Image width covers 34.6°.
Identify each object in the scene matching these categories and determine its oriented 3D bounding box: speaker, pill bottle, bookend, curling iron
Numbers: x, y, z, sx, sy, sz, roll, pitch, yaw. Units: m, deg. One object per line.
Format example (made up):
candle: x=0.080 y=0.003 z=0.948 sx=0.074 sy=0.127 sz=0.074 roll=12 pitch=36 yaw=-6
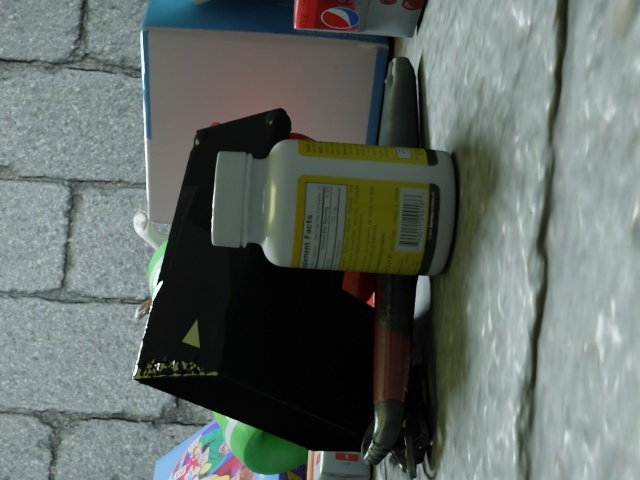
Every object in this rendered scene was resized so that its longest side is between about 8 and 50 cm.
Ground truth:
speaker: x=-0.095 y=0.116 z=1.153 sx=0.296 sy=0.131 sz=0.131 roll=54 pitch=149 yaw=41
pill bottle: x=0.005 y=-0.017 z=0.514 sx=0.065 sy=0.116 sz=0.065 roll=-176 pitch=90 yaw=-86
bookend: x=-0.014 y=0.031 z=0.611 sx=0.156 sy=0.072 sz=0.157 roll=31 pitch=-119 yaw=-42
curling iron: x=0.040 y=0.004 z=0.588 sx=0.068 sy=0.035 sz=0.274 roll=100 pitch=173 yaw=-60

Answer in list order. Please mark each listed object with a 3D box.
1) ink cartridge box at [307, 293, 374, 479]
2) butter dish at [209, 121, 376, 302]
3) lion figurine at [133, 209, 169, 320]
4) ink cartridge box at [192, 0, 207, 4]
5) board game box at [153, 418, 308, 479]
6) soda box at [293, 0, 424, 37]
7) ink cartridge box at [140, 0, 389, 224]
ink cartridge box: x=0.015 y=0.116 z=0.843 sx=0.145 sy=0.045 sz=0.179 roll=104 pitch=167 yaw=-69
butter dish: x=-0.002 y=-0.012 z=0.761 sx=0.160 sy=0.118 sz=0.160 roll=41 pitch=147 yaw=26
lion figurine: x=-0.118 y=-0.068 z=1.416 sx=0.240 sy=0.142 sz=0.392 roll=10 pitch=-77 yaw=-54
ink cartridge box: x=-0.041 y=-0.290 z=0.805 sx=0.127 sy=0.128 sz=0.176 roll=63 pitch=-145 yaw=-25
board game box: x=-0.101 y=0.339 z=1.151 sx=0.233 sy=0.078 sz=0.347 roll=-38 pitch=27 yaw=23
soda box: x=0.030 y=-0.271 z=0.678 sx=0.092 sy=0.083 sz=0.263 roll=102 pitch=171 yaw=-69
ink cartridge box: x=-0.050 y=-0.169 z=0.947 sx=0.270 sy=0.197 sz=0.198 roll=-90 pitch=5 yaw=-49
